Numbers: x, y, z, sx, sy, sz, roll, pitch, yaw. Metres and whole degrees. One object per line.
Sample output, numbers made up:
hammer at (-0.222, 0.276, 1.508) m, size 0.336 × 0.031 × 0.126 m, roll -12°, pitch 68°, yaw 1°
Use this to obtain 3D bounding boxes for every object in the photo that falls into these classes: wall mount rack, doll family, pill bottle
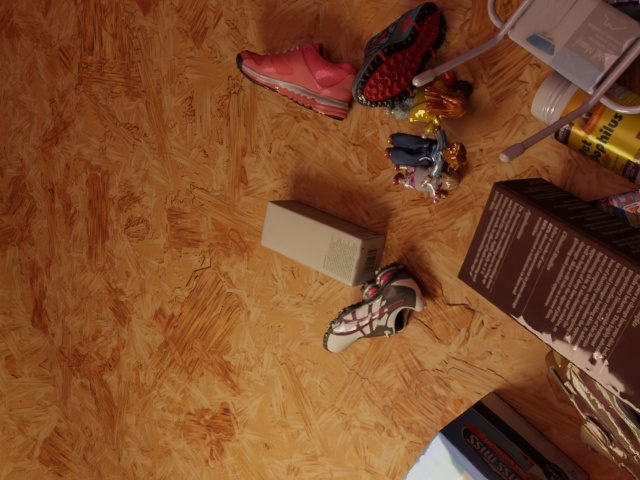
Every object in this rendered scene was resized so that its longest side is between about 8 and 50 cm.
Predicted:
wall mount rack at (0.324, -0.284, 0.926) m, size 0.304 × 0.130 × 0.350 m, roll -52°, pitch 55°, yaw 20°
doll family at (0.202, -0.197, 1.170) m, size 0.163 × 0.118 × 0.263 m, roll 12°, pitch 104°, yaw 38°
pill bottle at (0.443, -0.183, 0.974) m, size 0.215 × 0.117 × 0.117 m, roll 39°, pitch 119°, yaw 29°

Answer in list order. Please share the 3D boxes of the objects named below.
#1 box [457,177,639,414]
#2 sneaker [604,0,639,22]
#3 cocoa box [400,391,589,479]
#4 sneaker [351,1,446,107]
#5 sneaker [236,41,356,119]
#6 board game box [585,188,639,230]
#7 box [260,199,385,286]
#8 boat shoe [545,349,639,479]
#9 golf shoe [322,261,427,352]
box at (0.409, 0.070, 0.940) m, size 0.381 × 0.143 × 0.191 m, roll 43°, pitch 129°, yaw 41°
sneaker at (0.453, -0.344, 0.985) m, size 0.223 × 0.083 × 0.098 m, roll 17°, pitch 125°, yaw 44°
cocoa box at (0.266, 0.501, 1.141) m, size 0.231 × 0.228 × 0.347 m, roll 42°, pitch 120°, yaw 27°
sneaker at (0.130, -0.331, 1.166) m, size 0.125 × 0.262 × 0.104 m, roll 1°, pitch 135°, yaw 52°
sneaker at (-0.046, -0.376, 1.376) m, size 0.313 × 0.116 × 0.136 m, roll 30°, pitch 104°, yaw 25°
board game box at (0.449, 0.003, 1.053) m, size 0.259 × 0.030 × 0.136 m, roll -16°, pitch 87°, yaw 40°
box at (0.000, 0.000, 1.380) m, size 0.275 × 0.094 × 0.113 m, roll 25°, pitch 111°, yaw 35°
boat shoe at (0.485, 0.296, 1.015) m, size 0.120 × 0.122 × 0.324 m, roll -46°, pitch 59°, yaw 40°
golf shoe at (0.105, 0.170, 1.315) m, size 0.120 × 0.105 × 0.273 m, roll 48°, pitch 124°, yaw 16°
